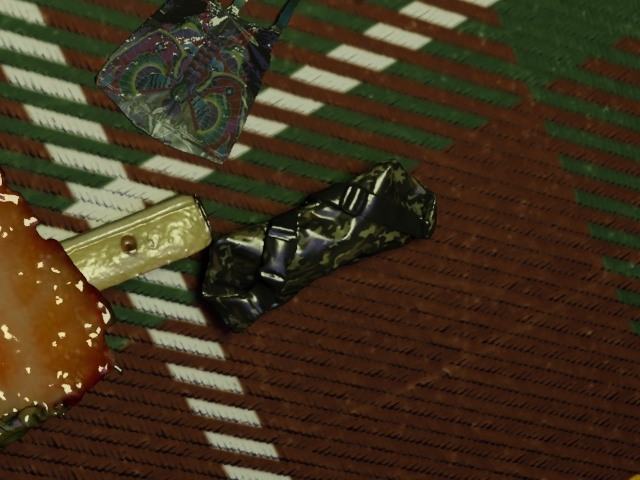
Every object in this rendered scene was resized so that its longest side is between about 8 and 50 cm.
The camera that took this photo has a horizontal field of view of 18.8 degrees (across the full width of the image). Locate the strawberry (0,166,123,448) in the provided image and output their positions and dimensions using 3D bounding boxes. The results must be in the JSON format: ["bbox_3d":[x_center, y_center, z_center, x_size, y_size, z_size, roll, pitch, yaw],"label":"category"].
[{"bbox_3d":[-0.344,0.072,1.659,0.253,0.150,0.280,-38,92,-35],"label":"strawberry"}]

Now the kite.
[{"bbox_3d":[-0.078,-0.215,1.778,0.152,0.015,0.285,31,91,-27],"label":"kite"}]

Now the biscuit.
[{"bbox_3d":[-0.192,0.011,1.775,0.188,0.052,0.056,-23,102,-15],"label":"biscuit"}]

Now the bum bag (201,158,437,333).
[{"bbox_3d":[0.000,-0.001,1.841,0.248,0.069,0.102,-27,112,-16],"label":"bum bag"}]
